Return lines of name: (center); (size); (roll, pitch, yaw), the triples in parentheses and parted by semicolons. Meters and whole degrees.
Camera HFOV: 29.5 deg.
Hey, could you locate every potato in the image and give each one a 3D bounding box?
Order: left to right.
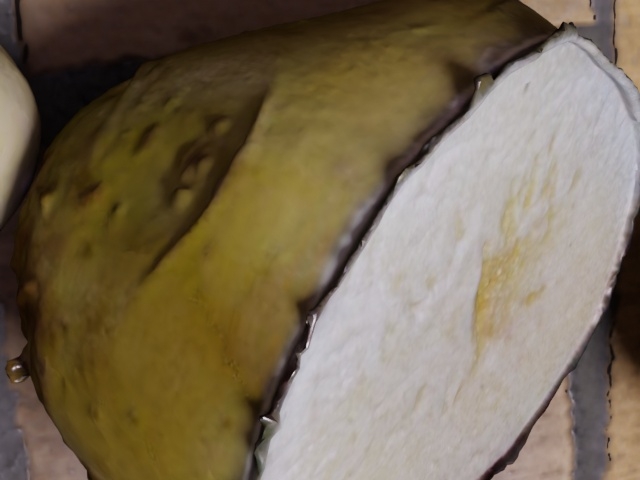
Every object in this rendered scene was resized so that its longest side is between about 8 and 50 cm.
potato: (0.000, 0.000, 0.548); (0.299, 0.196, 0.247); (-31, 137, -41)

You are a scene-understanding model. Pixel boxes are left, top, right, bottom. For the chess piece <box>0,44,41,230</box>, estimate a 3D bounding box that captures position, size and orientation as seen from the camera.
chess piece: (-0.237, 0.027, 0.495); (0.167, 0.167, 0.300); (38, 82, -23)
